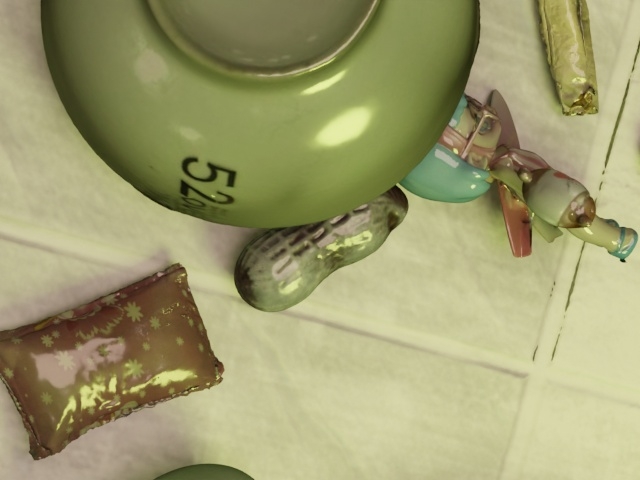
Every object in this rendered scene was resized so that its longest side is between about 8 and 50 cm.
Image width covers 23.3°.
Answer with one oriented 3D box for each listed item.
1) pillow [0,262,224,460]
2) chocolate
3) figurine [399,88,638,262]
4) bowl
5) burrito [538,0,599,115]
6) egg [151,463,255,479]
[{"bbox_3d":[-0.174,0.099,1.274,0.185,0.043,0.118,-23,100,-18],"label":"pillow"},{"bbox_3d":[0.000,0.000,1.319,0.167,0.072,0.072,-36,107,-12],"label":"chocolate"},{"bbox_3d":[0.167,-0.040,1.338,0.260,0.205,0.103,30,108,-24],"label":"figurine"},{"bbox_3d":[-0.044,-0.189,1.163,0.353,0.185,0.354,0,86,-3],"label":"bowl"},{"bbox_3d":[0.221,-0.201,1.404,0.045,0.041,0.186,-6,101,21],"label":"burrito"},{"bbox_3d":[-0.113,0.270,1.256,0.149,0.149,0.192,38,81,-20],"label":"egg"}]
